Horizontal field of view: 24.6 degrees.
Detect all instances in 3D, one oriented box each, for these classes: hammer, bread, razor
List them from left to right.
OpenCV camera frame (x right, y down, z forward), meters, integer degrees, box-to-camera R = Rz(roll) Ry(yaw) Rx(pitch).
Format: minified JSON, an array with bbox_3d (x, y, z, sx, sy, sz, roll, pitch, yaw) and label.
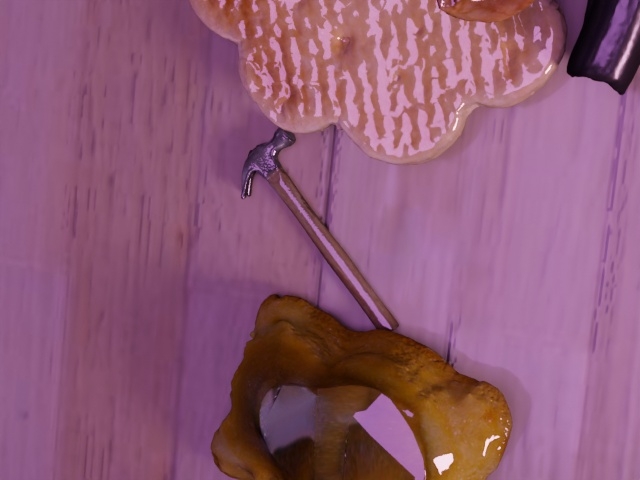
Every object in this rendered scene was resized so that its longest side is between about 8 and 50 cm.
[{"bbox_3d":[0.000,0.000,1.154,0.062,0.017,0.182,-37,84,19],"label":"hammer"},{"bbox_3d":[0.022,0.148,1.125,0.233,0.088,0.160,18,106,19],"label":"bread"},{"bbox_3d":[0.050,-0.213,1.094,0.316,0.054,0.316,2,95,19],"label":"bread"},{"bbox_3d":[0.214,-0.177,1.021,0.054,0.090,0.148,14,101,8],"label":"razor"}]

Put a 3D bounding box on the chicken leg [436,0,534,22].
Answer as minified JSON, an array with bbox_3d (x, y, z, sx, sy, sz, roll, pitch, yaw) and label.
[{"bbox_3d":[0.059,-0.339,0.989,0.295,0.182,0.409,-8,82,21],"label":"chicken leg"}]
